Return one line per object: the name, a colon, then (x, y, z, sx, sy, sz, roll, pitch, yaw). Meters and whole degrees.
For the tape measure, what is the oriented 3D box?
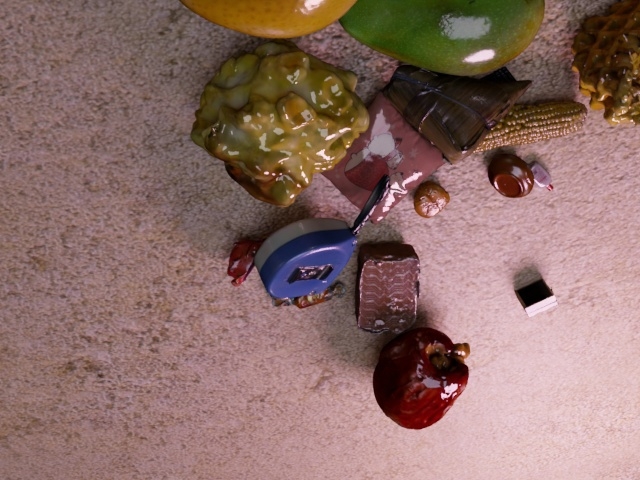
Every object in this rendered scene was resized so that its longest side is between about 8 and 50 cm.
tape measure: (0.000, 0.000, 1.401, 0.215, 0.098, 0.351, -5, 143, -37)

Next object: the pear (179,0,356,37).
pear: (-0.065, -0.510, 1.053, 0.418, 0.362, 0.362, -28, 121, -19)

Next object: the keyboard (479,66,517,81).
keyboard: (0.301, -0.297, 1.374, 0.204, 0.061, 0.013, -25, 138, 8)

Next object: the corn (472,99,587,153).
corn: (0.403, -0.243, 1.399, 0.320, 0.097, 0.097, -8, 120, -4)

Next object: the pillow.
pillow: (0.121, -0.171, 1.410, 0.236, 0.084, 0.223, -41, 113, 17)

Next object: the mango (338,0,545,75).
mango: (0.219, -0.414, 1.210, 0.382, 0.201, 0.225, -1, 86, -4)

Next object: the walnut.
walnut: (0.262, 0.331, 1.629, 0.244, 0.221, 0.269, -7, 153, -32)

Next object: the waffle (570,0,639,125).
waffle: (0.649, -0.367, 1.251, 0.324, 0.261, 0.151, -23, 138, 21)

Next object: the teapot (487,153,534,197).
teapot: (0.427, -0.146, 1.469, 0.098, 0.078, 0.129, 1, 141, 41)

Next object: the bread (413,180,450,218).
bread: (0.248, -0.093, 1.490, 0.083, 0.046, 0.081, -19, 122, 4)

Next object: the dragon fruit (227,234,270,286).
dragon fruit: (-0.175, 0.039, 1.489, 0.068, 0.112, 0.126, 32, 118, 2)

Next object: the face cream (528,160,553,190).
face cream: (0.499, -0.142, 1.502, 0.083, 0.021, 0.040, 39, 109, -23)

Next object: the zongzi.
zongzi: (0.270, -0.303, 1.305, 0.221, 0.112, 0.242, 43, 82, 1)

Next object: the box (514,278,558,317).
box: (0.532, 0.140, 1.629, 0.083, 0.079, 0.035, -27, 117, 9)

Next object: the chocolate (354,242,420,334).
chocolate: (0.155, 0.112, 1.568, 0.148, 0.093, 0.214, 0, 118, -4)

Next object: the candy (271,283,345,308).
candy: (-0.028, 0.134, 1.588, 0.182, 0.046, 0.053, -10, 121, -3)

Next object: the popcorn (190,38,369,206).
popcorn: (-0.068, -0.230, 1.248, 0.312, 0.312, 0.312, -2, 119, -4)
